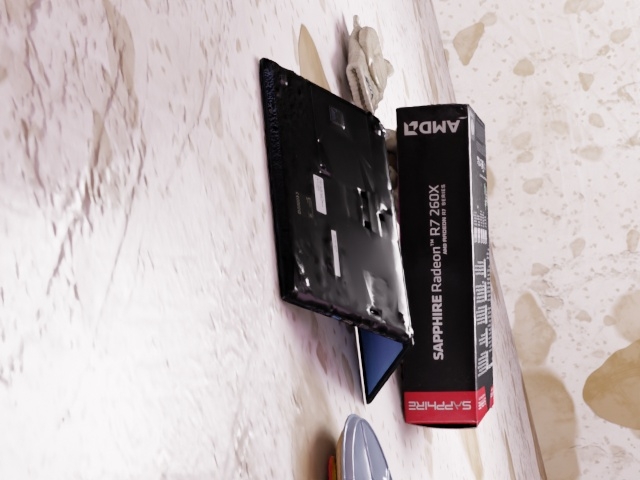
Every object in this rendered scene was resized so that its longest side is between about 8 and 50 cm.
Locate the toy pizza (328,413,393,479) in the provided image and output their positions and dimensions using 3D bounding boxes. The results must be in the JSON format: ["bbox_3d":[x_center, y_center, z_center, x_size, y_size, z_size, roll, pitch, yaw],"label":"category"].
[{"bbox_3d":[0.039,0.246,1.137,0.201,0.032,0.201,-13,90,-79],"label":"toy pizza"}]

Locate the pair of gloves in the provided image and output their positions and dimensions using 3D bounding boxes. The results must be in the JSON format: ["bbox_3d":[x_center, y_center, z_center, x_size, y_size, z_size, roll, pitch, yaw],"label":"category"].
[{"bbox_3d":[0.073,-0.147,1.687,0.204,0.042,0.240,-76,150,-58],"label":"pair of gloves"}]

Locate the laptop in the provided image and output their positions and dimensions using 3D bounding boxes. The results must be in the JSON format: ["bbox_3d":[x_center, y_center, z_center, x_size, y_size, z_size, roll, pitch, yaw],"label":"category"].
[{"bbox_3d":[0.000,0.000,1.250,0.264,0.136,0.234,22,52,-45],"label":"laptop"}]

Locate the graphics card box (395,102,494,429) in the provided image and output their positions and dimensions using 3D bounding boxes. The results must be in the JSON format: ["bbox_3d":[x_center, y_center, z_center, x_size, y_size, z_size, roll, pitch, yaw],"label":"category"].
[{"bbox_3d":[0.154,0.029,1.633,0.233,0.094,0.371,1,88,-78],"label":"graphics card box"}]
